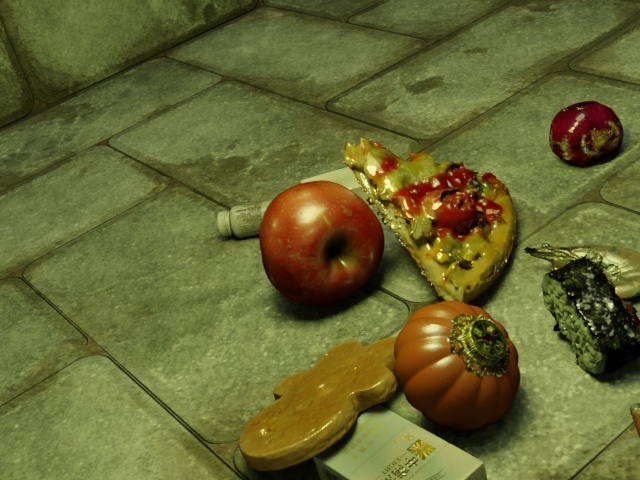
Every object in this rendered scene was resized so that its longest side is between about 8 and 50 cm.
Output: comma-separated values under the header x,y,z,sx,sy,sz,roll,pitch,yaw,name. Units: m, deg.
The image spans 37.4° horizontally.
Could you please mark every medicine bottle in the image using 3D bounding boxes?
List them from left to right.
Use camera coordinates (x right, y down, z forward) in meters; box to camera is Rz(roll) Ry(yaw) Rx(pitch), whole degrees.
x,y,z,sx,sy,sz,roll,pitch,yaw,name
-0.171,-0.049,2.268,0.140,0.079,0.079,-9,32,11,medicine bottle

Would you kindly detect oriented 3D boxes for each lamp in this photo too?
x,y,z,sx,sy,sz,roll,pitch,yaw,name
0.227,0.207,1.577,0.223,0.196,0.223,15,51,-20,lamp

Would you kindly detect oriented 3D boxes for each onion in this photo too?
x,y,z,sx,sy,sz,roll,pitch,yaw,name
0.605,-0.269,2.229,0.173,0.135,0.198,-23,30,-18,onion

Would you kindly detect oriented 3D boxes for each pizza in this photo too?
x,y,z,sx,sy,sz,roll,pitch,yaw,name
0.221,-0.086,1.938,0.406,0.130,0.440,34,38,-3,pizza

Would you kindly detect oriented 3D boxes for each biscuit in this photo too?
x,y,z,sx,sy,sz,roll,pitch,yaw,name
0.007,0.281,1.638,0.275,0.052,0.355,-13,20,41,biscuit

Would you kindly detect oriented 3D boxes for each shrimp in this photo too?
x,y,z,sx,sy,sz,roll,pitch,yaw,name
0.511,0.067,1.815,0.254,0.059,0.145,4,46,20,shrimp

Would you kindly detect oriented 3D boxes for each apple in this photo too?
x,y,z,sx,sy,sz,roll,pitch,yaw,name
0.000,0.000,1.948,0.260,0.260,0.216,-23,28,-13,apple

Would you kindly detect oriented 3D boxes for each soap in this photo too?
x,y,z,sx,sy,sz,roll,pitch,yaw,name
0.045,-0.122,2.307,0.183,0.064,0.121,-15,30,-1,soap

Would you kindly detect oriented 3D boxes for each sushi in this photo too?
x,y,z,sx,sy,sz,roll,pitch,yaw,name
0.478,0.137,1.654,0.115,0.147,0.212,-16,48,-13,sushi

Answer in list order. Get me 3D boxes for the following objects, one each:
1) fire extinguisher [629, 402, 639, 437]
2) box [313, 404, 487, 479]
x,y,z,sx,sy,sz,roll,pitch,yaw,name
0.510,0.292,1.488,0.028,0.022,0.083,15,32,-8,fire extinguisher
0.124,0.366,1.494,0.155,0.067,0.243,-37,36,-28,box
